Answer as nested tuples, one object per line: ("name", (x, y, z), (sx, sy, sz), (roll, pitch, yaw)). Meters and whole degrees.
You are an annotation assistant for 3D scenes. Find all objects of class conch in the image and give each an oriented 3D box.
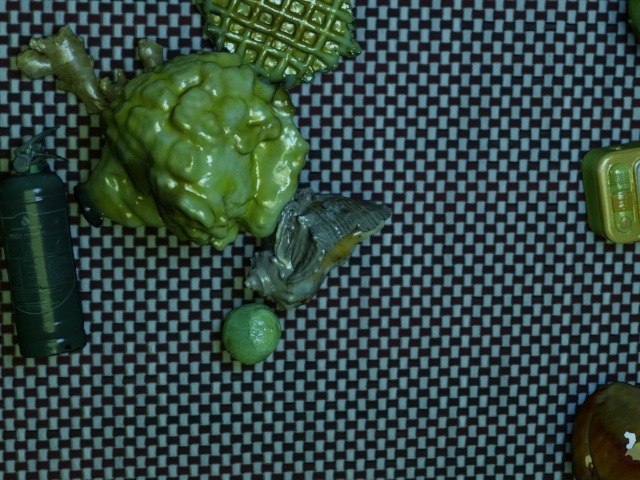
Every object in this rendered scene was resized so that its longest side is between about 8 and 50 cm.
("conch", (0.000, 0.000, 1.949), (0.245, 0.178, 0.163), (-26, 111, -23))

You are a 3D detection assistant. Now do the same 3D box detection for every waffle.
("waffle", (-0.059, -0.315, 1.936), (0.207, 0.054, 0.214), (-20, 105, -2))

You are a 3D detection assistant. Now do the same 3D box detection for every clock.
("clock", (0.496, -0.079, 2.051), (0.202, 0.096, 0.143), (-11, 98, -8))

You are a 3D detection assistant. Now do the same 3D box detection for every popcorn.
("popcorn", (-0.155, -0.110, 1.858), (0.237, 0.293, 0.293), (-29, 105, -35))

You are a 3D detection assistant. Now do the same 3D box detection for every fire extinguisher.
("fire extinguisher", (-0.382, 0.002, 1.916), (0.114, 0.095, 0.311), (-7, 101, 7))

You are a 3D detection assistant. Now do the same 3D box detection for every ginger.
("ginger", (-0.301, -0.220, 1.914), (0.193, 0.052, 0.176), (-24, 103, -6))

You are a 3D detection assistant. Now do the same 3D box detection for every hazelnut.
("hazelnut", (0.452, 0.296, 2.080), (0.182, 0.182, 0.182), (-2, 100, -9))

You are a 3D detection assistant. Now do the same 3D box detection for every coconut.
("coconut", (-0.100, 0.133, 1.995), (0.088, 0.096, 0.088), (15, 61, -29))

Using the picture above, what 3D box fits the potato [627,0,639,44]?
("potato", (0.586, -0.323, 1.967), (0.304, 0.216, 0.216), (16, 97, -9))
